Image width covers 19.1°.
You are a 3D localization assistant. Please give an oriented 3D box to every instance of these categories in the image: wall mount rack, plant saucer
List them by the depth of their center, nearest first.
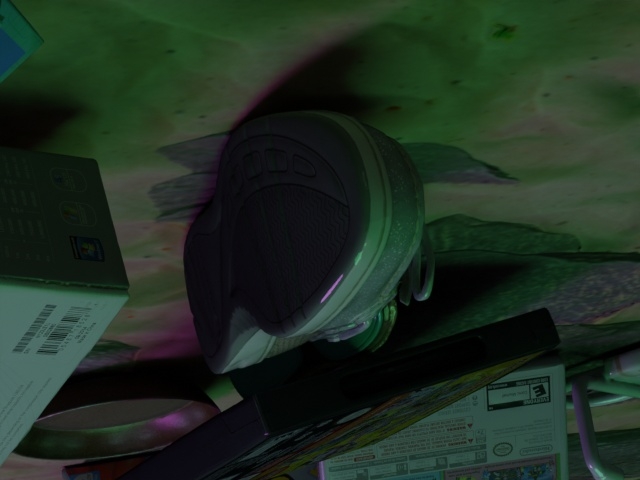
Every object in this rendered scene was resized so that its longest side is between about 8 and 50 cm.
[{"bbox_3d":[-0.162,0.136,1.479,0.168,0.029,0.168,-9,162,-3],"label":"plant saucer"},{"bbox_3d":[0.382,0.146,1.630,0.350,0.130,0.304,-22,158,33],"label":"wall mount rack"}]

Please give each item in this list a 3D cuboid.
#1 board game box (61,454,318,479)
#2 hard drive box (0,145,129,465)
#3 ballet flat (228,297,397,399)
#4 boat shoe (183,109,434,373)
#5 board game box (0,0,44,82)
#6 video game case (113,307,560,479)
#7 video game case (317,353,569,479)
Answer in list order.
[{"bbox_3d":[-0.079,0.265,1.714,0.275,0.142,0.144,-9,160,-2],"label":"board game box"},{"bbox_3d":[-0.240,0.033,0.933,0.232,0.089,0.181,7,139,-34],"label":"hard drive box"},{"bbox_3d":[0.005,0.054,1.301,0.067,0.073,0.206,-29,178,-36],"label":"ballet flat"},{"bbox_3d":[0.000,0.003,1.064,0.103,0.118,0.320,-10,166,-18],"label":"boat shoe"},{"bbox_3d":[-0.207,-0.074,0.712,0.160,0.047,0.210,-44,160,-4],"label":"board game box"},{"bbox_3d":[0.000,0.129,1.369,0.248,0.035,0.275,-14,167,-33],"label":"video game case"},{"bbox_3d":[0.104,0.200,1.596,0.212,0.193,0.023,-8,-160,-8],"label":"video game case"}]
